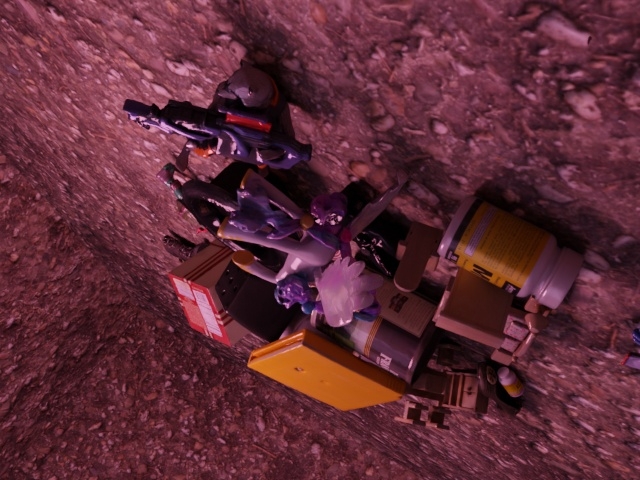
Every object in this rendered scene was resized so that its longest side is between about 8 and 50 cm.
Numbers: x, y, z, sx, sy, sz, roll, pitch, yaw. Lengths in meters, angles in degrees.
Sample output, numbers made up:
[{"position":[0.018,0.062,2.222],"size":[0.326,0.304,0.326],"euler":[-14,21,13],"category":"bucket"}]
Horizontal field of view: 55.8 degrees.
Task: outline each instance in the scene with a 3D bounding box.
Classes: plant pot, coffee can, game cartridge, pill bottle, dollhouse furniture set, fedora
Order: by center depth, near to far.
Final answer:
[{"position":[0.312,0.020,0.999],"size":[0.208,0.119,0.119],"euler":[29,156,16],"category":"pill bottle"},{"position":[0.267,0.170,1.198],"size":[0.303,0.174,0.356],"euler":[21,148,12],"category":"dollhouse furniture set"},{"position":[-0.160,-0.071,1.431],"size":[0.333,0.153,0.334],"euler":[28,161,11],"category":"fedora"},{"position":[0.144,0.186,1.444],"size":[0.275,0.202,0.202],"euler":[27,156,20],"category":"coffee can"},{"position":[0.470,0.349,1.502],"size":[0.043,0.043,0.083],"euler":[4,142,51],"category":"pill bottle"},{"position":[0.016,0.336,1.528],"size":[0.323,0.053,0.285],"euler":[30,146,-22],"category":"game cartridge"},{"position":[-0.168,0.129,1.599],"size":[0.166,0.188,0.188],"euler":[25,-164,-33],"category":"plant pot"},{"position":[0.301,0.384,1.603],"size":[0.241,0.212,0.161],"euler":[18,165,-24],"category":"dollhouse furniture set"}]

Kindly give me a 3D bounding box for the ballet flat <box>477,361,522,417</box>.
[{"position":[0.462,0.387,1.554],"size":[0.058,0.084,0.250],"euler":[-8,136,34],"category":"ballet flat"}]

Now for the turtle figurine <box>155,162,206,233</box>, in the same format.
[{"position":[-0.350,-0.110,1.685],"size":[0.234,0.118,0.175],"euler":[44,156,-3],"category":"turtle figurine"}]

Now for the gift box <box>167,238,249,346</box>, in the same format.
[{"position":[-0.278,0.129,1.866],"size":[0.255,0.258,0.277],"euler":[18,132,40],"category":"gift box"}]

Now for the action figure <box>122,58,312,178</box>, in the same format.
[{"position":[-0.191,-0.234,1.155],"size":[0.341,0.179,0.330],"euler":[16,157,-18],"category":"action figure"}]

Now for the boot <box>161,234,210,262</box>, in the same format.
[{"position":[-0.481,0.045,2.177],"size":[0.228,0.091,0.263],"euler":[28,158,16],"category":"boot"}]

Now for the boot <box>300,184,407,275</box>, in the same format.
[{"position":[0.079,0.004,1.320],"size":[0.207,0.094,0.246],"euler":[42,150,-5],"category":"boot"}]

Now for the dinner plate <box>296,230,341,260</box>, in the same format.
[{"position":[0.000,0.000,1.522],"size":[0.141,0.017,0.141],"euler":[30,156,15],"category":"dinner plate"}]

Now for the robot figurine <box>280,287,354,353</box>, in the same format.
[{"position":[-0.030,0.233,1.698],"size":[0.353,0.199,0.300],"euler":[45,157,45],"category":"robot figurine"}]

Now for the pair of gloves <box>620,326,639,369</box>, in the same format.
[{"position":[0.625,0.220,1.071],"size":[0.159,0.023,0.198],"euler":[23,154,28],"category":"pair of gloves"}]

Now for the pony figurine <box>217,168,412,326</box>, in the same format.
[{"position":[-0.002,0.014,1.134],"size":[0.363,0.303,0.351],"euler":[27,152,-2],"category":"pony figurine"}]

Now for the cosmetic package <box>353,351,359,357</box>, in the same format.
[{"position":[0.074,0.403,2.132],"size":[0.115,0.060,0.041],"euler":[28,154,15],"category":"cosmetic package"}]

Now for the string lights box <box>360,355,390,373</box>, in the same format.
[{"position":[0.176,0.413,1.915],"size":[0.076,0.133,0.260],"euler":[26,155,20],"category":"string lights box"}]

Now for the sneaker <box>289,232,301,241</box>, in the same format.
[{"position":[-0.079,0.023,1.596],"size":[0.188,0.078,0.067],"euler":[39,156,-7],"category":"sneaker"}]
